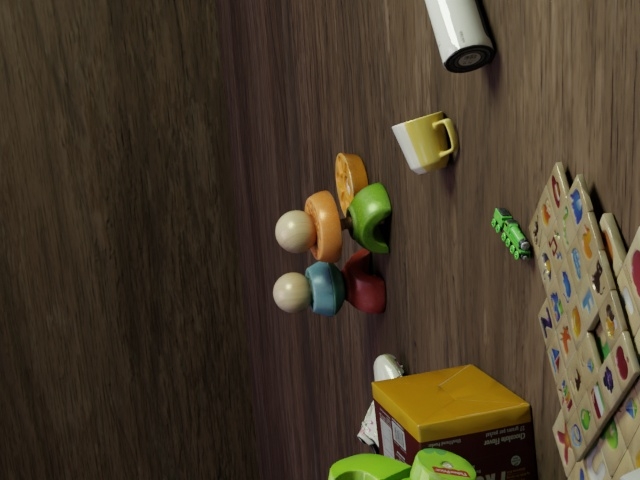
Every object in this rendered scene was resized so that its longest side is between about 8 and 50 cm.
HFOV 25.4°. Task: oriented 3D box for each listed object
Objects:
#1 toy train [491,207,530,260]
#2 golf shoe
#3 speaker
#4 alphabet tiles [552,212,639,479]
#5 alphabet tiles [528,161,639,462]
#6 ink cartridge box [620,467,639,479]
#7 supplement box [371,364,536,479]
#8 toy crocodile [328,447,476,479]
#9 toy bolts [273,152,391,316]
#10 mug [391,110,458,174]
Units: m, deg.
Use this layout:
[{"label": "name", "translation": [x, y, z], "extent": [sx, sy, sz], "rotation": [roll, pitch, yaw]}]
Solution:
[{"label": "toy train", "translation": [0.198, -0.007, 1.468], "extent": [0.083, 0.017, 0.024], "rotation": [-117, 32, -56]}, {"label": "golf shoe", "translation": [0.093, 0.253, 2.000], "extent": [0.067, 0.086, 0.186], "rotation": [124, 137, -75]}, {"label": "speaker", "translation": [0.138, -0.246, 1.482], "extent": [0.055, 0.055, 0.136], "rotation": [106, 153, -64]}, {"label": "alphabet tiles", "translation": [0.262, 0.155, 1.237], "extent": [0.343, 0.011, 0.285], "rotation": [98, 165, -54]}, {"label": "alphabet tiles", "translation": [0.234, 0.058, 1.305], "extent": [0.198, 0.009, 0.237], "rotation": [100, 163, -59]}, {"label": "ink cartridge box", "translation": [0.285, 0.213, 0.870], "extent": [0.128, 0.127, 0.176], "rotation": [-163, 54, -78]}, {"label": "supplement box", "translation": [0.153, 0.265, 1.608], "extent": [0.191, 0.129, 0.194], "rotation": [-147, 49, -74]}, {"label": "toy crocodile", "translation": [0.145, 0.311, 1.410], "extent": [0.340, 0.105, 0.115], "rotation": [35, 115, 37]}, {"label": "toy bolts", "translation": [0.000, 0.000, 2.069], "extent": [0.218, 0.158, 0.229], "rotation": [-114, 19, -53]}, {"label": "mug", "translation": [0.123, -0.112, 1.652], "extent": [0.078, 0.062, 0.064], "rotation": [-169, 62, -85]}]
